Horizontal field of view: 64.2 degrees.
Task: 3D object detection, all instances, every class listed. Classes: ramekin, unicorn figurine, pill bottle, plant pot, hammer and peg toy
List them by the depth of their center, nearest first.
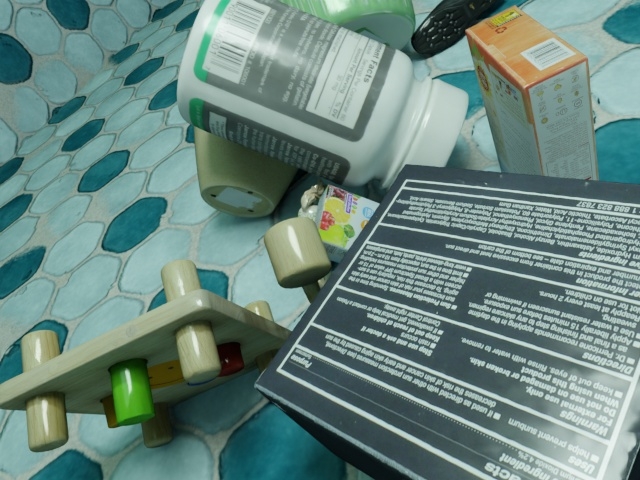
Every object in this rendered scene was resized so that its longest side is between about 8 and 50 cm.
[{"bbox_3d":[-0.127,0.128,0.594,0.362,0.266,0.127,-25,63,9],"label":"hammer and peg toy"},{"bbox_3d":[0.004,-0.196,0.721,0.361,0.204,0.204,22,56,-3],"label":"pill bottle"},{"bbox_3d":[0.000,0.000,0.741,0.060,0.161,0.111,-19,15,24],"label":"unicorn figurine"},{"bbox_3d":[-0.124,-0.190,0.915,0.257,0.256,0.273,-4,65,30],"label":"plant pot"},{"bbox_3d":[0.035,-0.425,0.980,0.304,0.303,0.148,-19,85,16],"label":"ramekin"}]

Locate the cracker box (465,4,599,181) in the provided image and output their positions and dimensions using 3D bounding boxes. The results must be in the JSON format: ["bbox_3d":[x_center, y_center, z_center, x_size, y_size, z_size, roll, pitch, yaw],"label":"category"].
[{"bbox_3d":[0.251,-0.131,0.595,0.067,0.232,0.155,-24,42,10],"label":"cracker box"}]

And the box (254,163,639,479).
[{"bbox_3d":[0.154,0.102,0.471,0.296,0.182,0.294,14,58,43],"label":"box"}]

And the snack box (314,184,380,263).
[{"bbox_3d":[0.062,-0.008,0.683,0.037,0.141,0.100,123,163,-49],"label":"snack box"}]

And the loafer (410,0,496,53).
[{"bbox_3d":[0.270,-0.454,1.026,0.223,0.076,0.078,-40,23,-2],"label":"loafer"}]
